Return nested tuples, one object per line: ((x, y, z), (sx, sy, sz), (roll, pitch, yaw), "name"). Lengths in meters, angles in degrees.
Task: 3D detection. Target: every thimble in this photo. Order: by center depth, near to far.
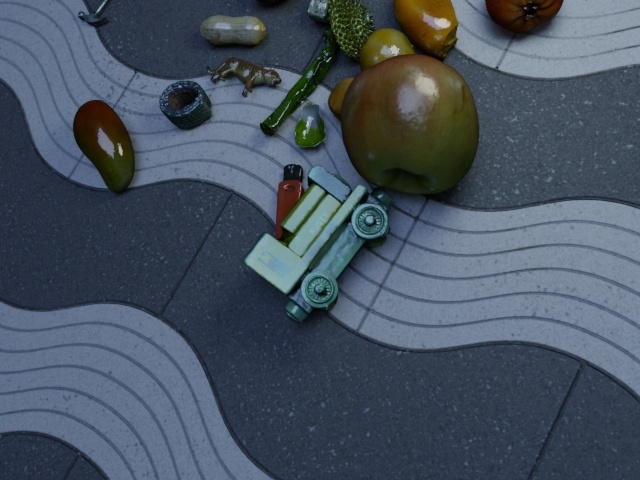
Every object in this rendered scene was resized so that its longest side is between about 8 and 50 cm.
((0.007, -0.678, 1.778), (0.062, 0.084, 0.110), (17, 49, 15), "thimble")
((-0.390, -0.394, 1.784), (0.135, 0.090, 0.118), (-16, 71, 8), "thimble")

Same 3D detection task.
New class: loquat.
((0.186, -0.472, 1.629), (0.149, 0.172, 0.204), (-36, 44, -7), "loquat")
((0.088, -0.372, 1.664), (0.137, 0.113, 0.137), (4, 106, 16), "loquat")

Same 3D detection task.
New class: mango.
((0.287, -0.619, 1.681), (0.154, 0.126, 0.252), (-27, 69, -8), "mango")
((-0.623, -0.285, 1.790), (0.146, 0.129, 0.289), (-36, 78, -1), "mango")

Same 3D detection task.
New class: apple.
((0.213, -0.266, 1.489), (0.339, 0.338, 0.304), (-2, 81, 12), "apple")

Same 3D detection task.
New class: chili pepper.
((-0.050, -0.442, 1.737), (0.076, 0.085, 0.359), (38, 77, -19), "chili pepper")

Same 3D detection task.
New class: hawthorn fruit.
((0.522, -0.664, 1.614), (0.197, 0.196, 0.225), (-15, 55, 8), "hawthorn fruit")

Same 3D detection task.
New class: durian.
((0.095, -0.620, 1.722), (0.096, 0.137, 0.220), (-24, 66, 37), "durian")

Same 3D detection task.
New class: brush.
((-0.084, -0.055, 1.636), (0.070, 0.051, 0.323), (0, 74, 10), "brush")

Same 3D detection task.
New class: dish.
((-0.024, -0.315, 1.707), (0.091, 0.039, 0.137), (-5, 72, 16), "dish")

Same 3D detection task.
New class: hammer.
((-0.683, -0.805, 2.007), (0.103, 0.029, 0.246), (29, 81, 19), "hammer")

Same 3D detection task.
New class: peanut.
((-0.262, -0.625, 1.826), (0.207, 0.087, 0.087), (6, 75, 14), "peanut")

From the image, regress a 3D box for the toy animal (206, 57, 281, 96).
((-0.227, -0.482, 1.798), (0.241, 0.057, 0.099), (25, 74, 20), "toy animal")

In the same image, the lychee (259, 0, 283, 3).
((-0.141, -0.778, 1.809), (0.171, 0.171, 0.171), (-4, 73, 12), "lychee")

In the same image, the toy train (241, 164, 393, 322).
((0.000, 0.000, 1.524), (0.253, 0.160, 0.397), (37, 85, 7), "toy train")
